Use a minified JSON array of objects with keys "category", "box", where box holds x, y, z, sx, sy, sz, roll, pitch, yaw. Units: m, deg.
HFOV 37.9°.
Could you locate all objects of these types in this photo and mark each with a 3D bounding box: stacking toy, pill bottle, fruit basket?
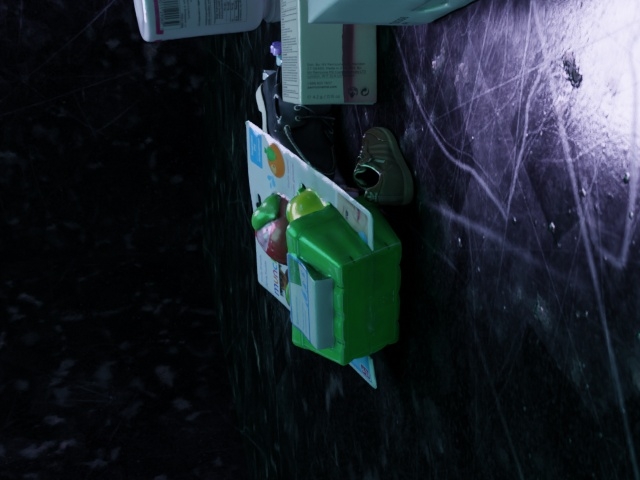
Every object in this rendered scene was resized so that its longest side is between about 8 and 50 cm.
[{"category":"stacking toy","box":[-0.082,-0.403,2.020,0.221,0.052,0.167,-117,27,-58]},{"category":"pill bottle","box":[-0.196,-0.460,1.716,0.160,0.283,0.160,171,90,-75]},{"category":"fruit basket","box":[-0.027,0.023,1.451,0.353,0.165,0.327,34,138,40]}]

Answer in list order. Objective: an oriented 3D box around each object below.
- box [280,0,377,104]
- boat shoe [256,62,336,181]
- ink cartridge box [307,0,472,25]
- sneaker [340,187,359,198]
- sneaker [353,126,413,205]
[{"category":"box","box":[0.011,-0.332,1.471,0.148,0.126,0.232,-141,49,-73]},{"category":"boat shoe","box":[-0.029,-0.225,1.708,0.113,0.127,0.340,-55,30,27]},{"category":"ink cartridge box","box":[0.081,-0.462,1.049,0.285,0.166,0.395,-169,76,-77]},{"category":"sneaker","box":[0.000,0.000,1.668,0.282,0.099,0.153,158,110,-73]},{"category":"sneaker","box":[0.078,-0.114,1.362,0.188,0.071,0.066,-114,24,-56]}]
